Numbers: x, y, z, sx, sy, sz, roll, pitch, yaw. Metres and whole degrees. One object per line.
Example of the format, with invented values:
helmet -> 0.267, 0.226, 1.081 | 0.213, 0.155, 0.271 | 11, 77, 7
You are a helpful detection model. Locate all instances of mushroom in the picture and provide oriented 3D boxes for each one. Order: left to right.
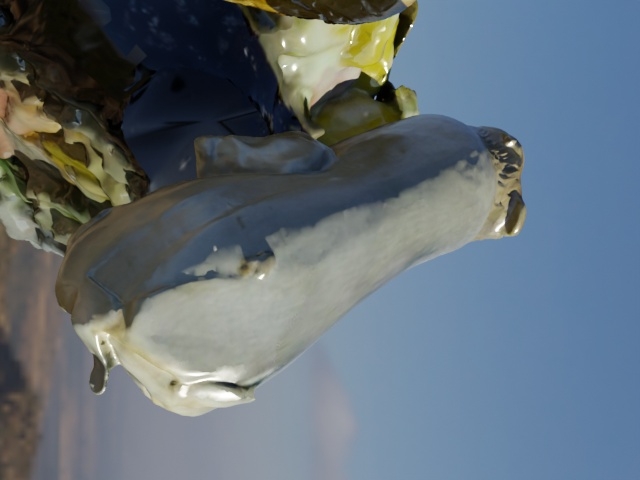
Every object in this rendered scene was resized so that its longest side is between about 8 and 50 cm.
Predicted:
mushroom -> 0.000, -0.001, 0.779 | 0.099, 0.278, 0.096 | 47, -46, 18

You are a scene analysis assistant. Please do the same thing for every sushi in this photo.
sushi -> -0.109, -0.129, 1.288 | 0.285, 0.328, 0.328 | -49, 133, -22

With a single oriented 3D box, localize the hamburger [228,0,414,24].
hamburger -> -0.018, -0.199, 0.827 | 0.189, 0.215, 0.122 | 74, 29, -60
